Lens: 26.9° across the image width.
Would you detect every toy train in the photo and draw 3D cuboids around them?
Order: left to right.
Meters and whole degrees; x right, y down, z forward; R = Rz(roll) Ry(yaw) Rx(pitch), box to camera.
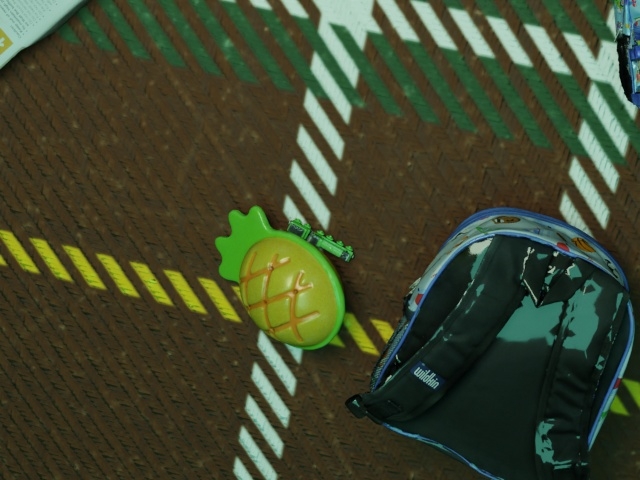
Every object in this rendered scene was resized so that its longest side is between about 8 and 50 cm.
[{"bbox_3d":[0.000,0.000,1.518,0.083,0.023,0.017,28,107,2],"label":"toy train"}]

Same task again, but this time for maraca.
[{"bbox_3d":[-0.046,0.043,1.501,0.186,0.099,0.127,43,122,19],"label":"maraca"}]

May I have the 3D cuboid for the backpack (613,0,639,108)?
[{"bbox_3d":[0.374,-0.225,1.349,0.158,0.117,0.173,-7,100,10],"label":"backpack"}]

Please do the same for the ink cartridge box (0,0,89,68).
[{"bbox_3d":[-0.351,-0.394,1.451,0.330,0.071,0.324,-36,97,19],"label":"ink cartridge box"}]

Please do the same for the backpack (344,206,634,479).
[{"bbox_3d":[0.206,0.103,1.416,0.277,0.213,0.263,24,115,-4],"label":"backpack"}]
